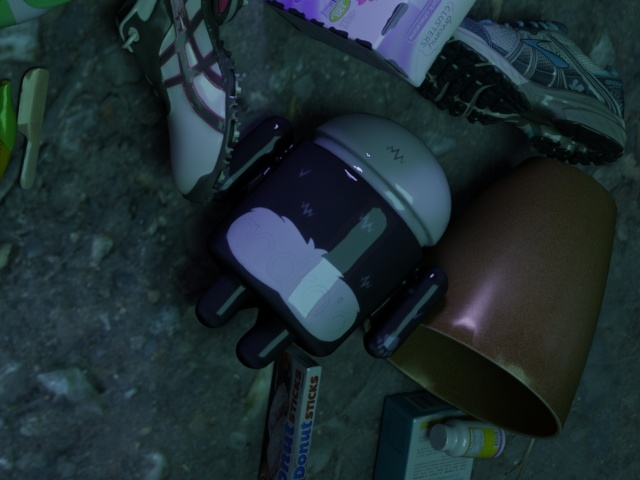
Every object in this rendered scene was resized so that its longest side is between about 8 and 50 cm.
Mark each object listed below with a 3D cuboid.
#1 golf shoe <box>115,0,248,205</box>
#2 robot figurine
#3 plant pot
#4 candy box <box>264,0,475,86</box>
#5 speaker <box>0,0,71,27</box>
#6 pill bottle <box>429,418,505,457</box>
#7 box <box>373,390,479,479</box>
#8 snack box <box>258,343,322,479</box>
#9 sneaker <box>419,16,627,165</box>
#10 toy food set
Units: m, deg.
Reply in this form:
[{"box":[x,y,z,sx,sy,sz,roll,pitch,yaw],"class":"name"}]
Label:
[{"box":[-0.132,-0.168,1.356,0.120,0.105,0.273,-1,105,-16],"class":"golf shoe"},{"box":[0.001,0.002,1.460,0.278,0.173,0.209,-46,131,-8],"class":"robot figurine"},{"box":[0.212,0.045,1.598,0.237,0.237,0.254,46,69,-38],"class":"plant pot"},{"box":[0.062,-0.249,1.369,0.070,0.196,0.165,35,89,-38],"class":"candy box"},{"box":[-0.171,-0.289,1.227,0.296,0.131,0.131,-30,124,-10],"class":"speaker"},{"box":[0.163,0.221,1.662,0.083,0.043,0.043,8,106,-35],"class":"pill bottle"},{"box":[0.115,0.297,1.731,0.100,0.060,0.244,-5,113,-32],"class":"box"},{"box":[-0.034,0.203,1.590,0.022,0.064,0.178,-5,113,-33],"class":"snack box"},{"box":[0.205,-0.183,1.570,0.283,0.110,0.122,26,62,-26],"class":"sneaker"},{"box":[-0.325,-0.093,1.286,0.192,0.038,0.132,-3,112,-32],"class":"toy food set"}]
